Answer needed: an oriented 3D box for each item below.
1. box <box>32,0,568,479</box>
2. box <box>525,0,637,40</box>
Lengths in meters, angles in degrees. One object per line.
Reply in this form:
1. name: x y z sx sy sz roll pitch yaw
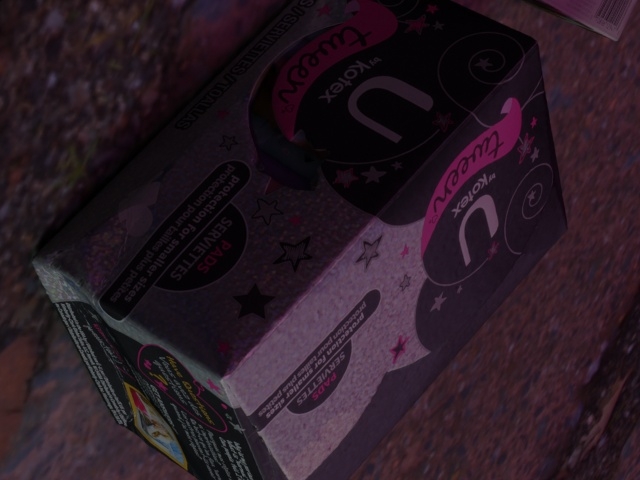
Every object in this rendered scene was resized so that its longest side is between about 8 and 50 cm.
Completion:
1. box: 0.000 0.000 1.003 0.247 0.142 0.163 -47 147 -22
2. box: 0.093 -0.183 1.066 0.324 0.063 0.067 12 103 -58
